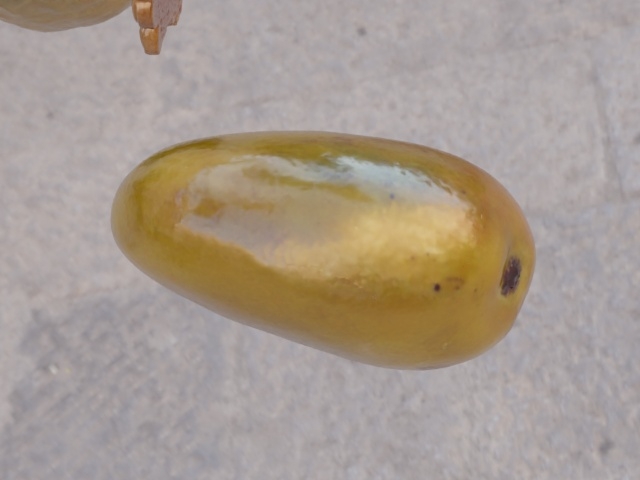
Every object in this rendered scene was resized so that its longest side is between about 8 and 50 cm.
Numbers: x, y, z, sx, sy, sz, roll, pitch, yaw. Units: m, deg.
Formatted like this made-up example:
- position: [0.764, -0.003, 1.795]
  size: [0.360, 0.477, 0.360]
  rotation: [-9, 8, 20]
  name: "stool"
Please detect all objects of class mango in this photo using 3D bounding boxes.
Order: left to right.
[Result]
- position: [0.000, 0.000, 1.336]
  size: [0.445, 0.300, 0.232]
  rotation: [12, 85, 3]
  name: "mango"

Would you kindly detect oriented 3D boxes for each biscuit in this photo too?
- position: [-0.196, -0.322, 1.527]
  size: [0.043, 0.280, 0.183]
  rotation: [5, 80, 5]
  name: "biscuit"

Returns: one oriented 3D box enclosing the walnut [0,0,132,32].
- position: [-0.398, -0.501, 1.963]
  size: [0.383, 0.383, 0.383]
  rotation: [-10, 50, 12]
  name: "walnut"
